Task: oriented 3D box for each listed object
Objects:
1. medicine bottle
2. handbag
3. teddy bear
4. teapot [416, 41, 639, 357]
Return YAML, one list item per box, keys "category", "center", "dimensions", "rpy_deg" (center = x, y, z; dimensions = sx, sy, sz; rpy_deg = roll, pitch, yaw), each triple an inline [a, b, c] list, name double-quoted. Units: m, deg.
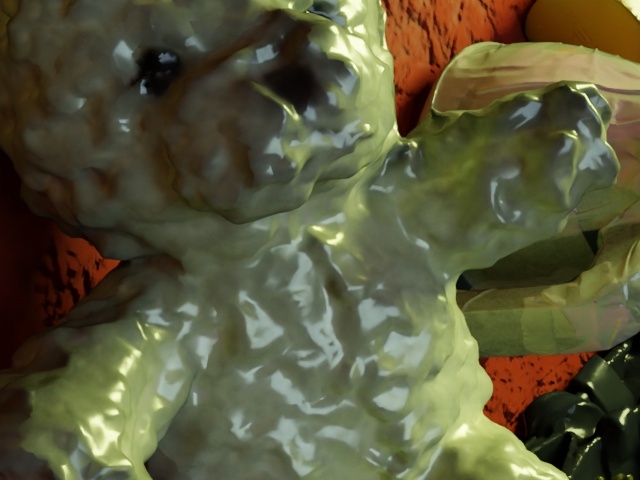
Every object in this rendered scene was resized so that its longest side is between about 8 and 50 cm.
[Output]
- category: "medicine bottle"
  center: [0.229, -0.188, 1.051]
  dimensions: [0.192, 0.096, 0.096]
  rpy_deg: [-50, 130, -37]
- category: "handbag"
  center: [0.258, 0.227, 1.112]
  dimensions: [0.303, 0.122, 0.329]
  rpy_deg: [-34, 118, -46]
- category: "teddy bear"
  center: [0.000, 0.000, 0.594]
  dimensions: [0.327, 0.375, 0.362]
  rpy_deg: [-22, 130, -24]
- category: "teapot"
  center: [0.146, -0.033, 0.885]
  dimensions: [0.222, 0.178, 0.163]
  rpy_deg: [-29, 115, -47]
